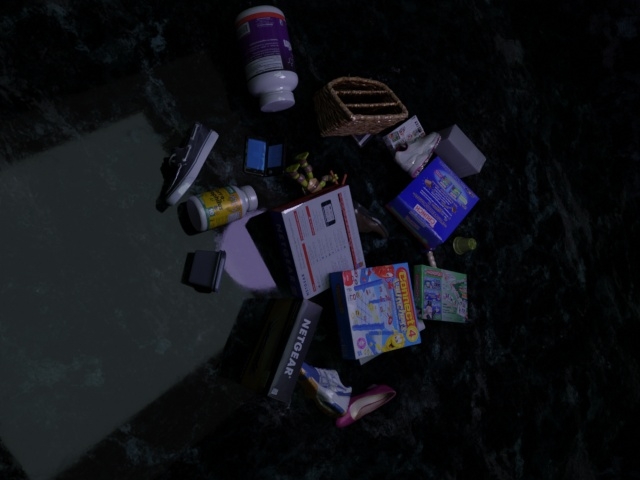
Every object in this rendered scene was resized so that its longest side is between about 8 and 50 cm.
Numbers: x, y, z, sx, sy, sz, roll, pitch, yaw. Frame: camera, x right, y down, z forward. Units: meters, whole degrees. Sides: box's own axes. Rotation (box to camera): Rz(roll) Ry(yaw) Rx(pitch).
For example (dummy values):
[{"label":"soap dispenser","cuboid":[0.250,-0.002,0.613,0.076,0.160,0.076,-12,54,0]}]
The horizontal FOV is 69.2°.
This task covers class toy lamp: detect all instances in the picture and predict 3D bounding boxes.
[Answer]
[{"label":"toy lamp","cuboid":[0.487,0.109,2.001,0.080,0.080,0.274,-22,95,-32]}]

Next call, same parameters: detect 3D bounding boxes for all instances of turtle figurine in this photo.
[{"label":"turtle figurine","cuboid":[-0.028,-0.216,1.716,0.269,0.087,0.217,-47,124,-20]}]

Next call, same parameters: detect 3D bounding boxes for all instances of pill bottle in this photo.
[{"label":"pill bottle","cuboid":[-0.183,-0.626,1.620,0.181,0.181,0.323,-13,91,-32]},{"label":"pill bottle","cuboid":[-0.316,-0.113,1.510,0.208,0.117,0.117,-21,95,-32]}]

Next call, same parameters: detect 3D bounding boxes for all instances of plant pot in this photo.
[{"label":"plant pot","cuboid":[0.666,0.019,2.122,0.083,0.079,0.083,5,80,-32]}]

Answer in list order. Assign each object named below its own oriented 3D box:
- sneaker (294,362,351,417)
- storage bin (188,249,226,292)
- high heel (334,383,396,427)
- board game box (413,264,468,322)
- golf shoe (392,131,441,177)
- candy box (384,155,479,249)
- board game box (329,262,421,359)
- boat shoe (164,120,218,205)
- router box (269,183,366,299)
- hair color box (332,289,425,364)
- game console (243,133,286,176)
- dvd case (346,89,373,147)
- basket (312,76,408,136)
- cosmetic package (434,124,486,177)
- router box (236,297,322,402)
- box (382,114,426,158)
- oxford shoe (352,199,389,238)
[{"label":"sneaker","cuboid":[-0.007,0.497,1.648,0.296,0.112,0.131,48,45,-19]},{"label":"storage bin","cuboid":[-0.361,0.092,1.481,0.091,0.098,0.135,11,77,-2]},{"label":"high heel","cuboid":[0.167,0.617,1.716,0.244,0.117,0.082,-23,96,-32]},{"label":"board game box","cuboid":[0.500,0.227,1.913,0.317,0.046,0.213,13,73,-39]},{"label":"golf shoe","cuboid":[0.410,-0.391,1.956,0.140,0.115,0.306,32,48,8]},{"label":"candy box","cuboid":[0.477,-0.160,1.967,0.268,0.122,0.317,46,60,1]},{"label":"board game box","cuboid":[0.202,0.248,1.682,0.302,0.086,0.308,-6,83,-31]},{"label":"boat shoe","cuboid":[-0.430,-0.250,1.464,0.102,0.108,0.301,33,65,-24]},{"label":"router box","cuboid":[0.000,0.000,1.665,0.301,0.082,0.335,-24,111,-32]},{"label":"hair color box","cuboid":[0.231,0.327,1.798,0.347,0.105,0.174,-20,93,-32]},{"label":"game console","cuboid":[-0.194,-0.304,1.633,0.085,0.124,0.144,16,74,-57]},{"label":"dvd case","cuboid":[0.146,-0.516,1.905,0.221,0.018,0.164,50,62,-16]},{"label":"basket","cuboid":[0.151,-0.530,1.769,0.299,0.223,0.213,-11,90,-31]},{"label":"cosmetic package","cuboid":[0.628,-0.405,2.127,0.238,0.127,0.107,43,65,-22]},{"label":"router box","cuboid":[-0.135,0.340,1.492,0.081,0.243,0.308,30,69,-25]},{"label":"box","cuboid":[0.369,-0.451,2.024,0.207,0.036,0.114,-38,104,-30]},{"label":"oxford shoe","cuboid":[0.179,-0.063,1.845,0.227,0.083,0.096,35,89,-25]}]
